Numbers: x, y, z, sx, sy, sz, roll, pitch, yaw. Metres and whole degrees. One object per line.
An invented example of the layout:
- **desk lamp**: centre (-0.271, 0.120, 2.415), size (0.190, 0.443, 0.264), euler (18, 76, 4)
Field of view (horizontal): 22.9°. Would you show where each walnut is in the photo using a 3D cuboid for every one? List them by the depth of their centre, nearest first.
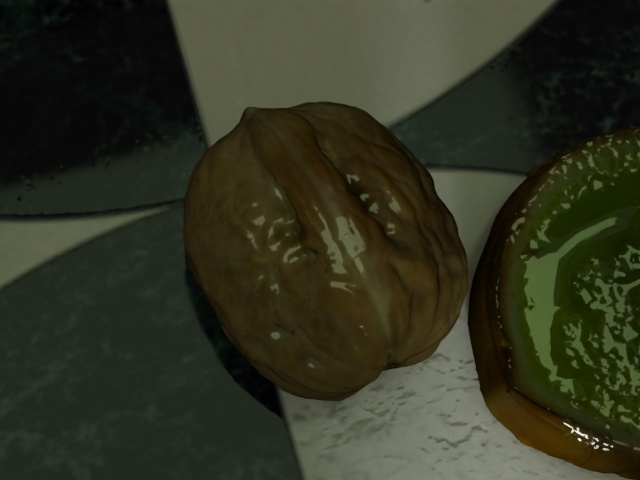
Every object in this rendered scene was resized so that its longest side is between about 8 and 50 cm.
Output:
- **walnut**: centre (0.000, 0.000, 0.945), size (0.155, 0.155, 0.184), euler (-30, 81, -10)

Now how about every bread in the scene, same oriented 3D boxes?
- **bread**: centre (0.207, 0.041, 0.997), size (0.236, 0.070, 0.236), euler (1, 80, -6)
